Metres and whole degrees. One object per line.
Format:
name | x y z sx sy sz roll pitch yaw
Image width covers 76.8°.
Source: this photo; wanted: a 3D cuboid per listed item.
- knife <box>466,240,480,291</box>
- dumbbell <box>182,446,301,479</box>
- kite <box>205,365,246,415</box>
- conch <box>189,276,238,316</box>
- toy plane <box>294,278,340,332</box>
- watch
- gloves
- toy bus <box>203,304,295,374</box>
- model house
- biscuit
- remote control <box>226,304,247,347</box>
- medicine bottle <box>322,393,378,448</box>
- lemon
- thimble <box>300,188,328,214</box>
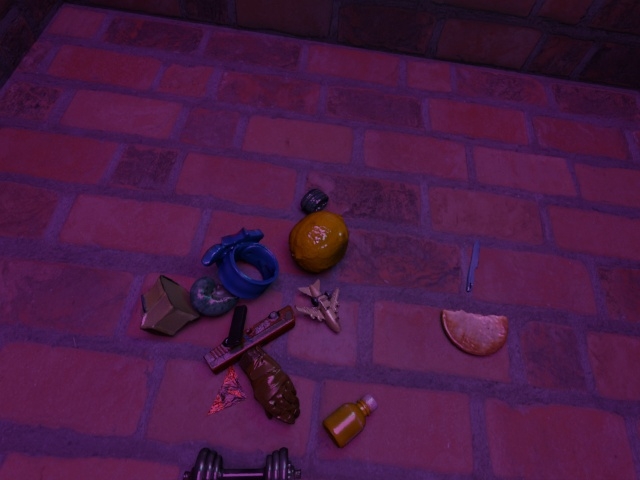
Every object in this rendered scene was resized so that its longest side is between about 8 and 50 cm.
knife | 0.767 0.123 2.016 0.045 0.019 0.312 23 60 -2
dumbbell | -0.271 0.823 1.415 0.407 0.179 0.179 1 61 -5
kite | -0.353 0.615 1.618 0.125 0.008 0.222 21 61 5
conch | -0.476 0.241 1.749 0.202 0.134 0.196 38 20 22
toy plane | 0.014 0.294 1.794 0.242 0.104 0.256 -21 57 -34
watch | -0.342 0.113 1.746 0.305 0.241 0.274 -19 68 -48
gloves | -0.195 0.571 1.585 0.154 0.141 0.331 -31 69 -23
toy bus | -0.285 0.409 1.691 0.409 0.093 0.092 -29 63 -19
model house | -0.655 0.290 1.697 0.189 0.195 0.214 -42 56 1
biscuit | 0.701 0.419 1.827 0.309 0.040 0.204 7 60 -2
remote control | -0.346 0.352 1.680 0.063 0.025 0.245 -12 27 2
medicine bottle | 0.123 0.688 1.566 0.213 0.121 0.121 -32 69 -21
lemon | 0.000 0.000 1.863 0.322 0.268 0.268 -36 70 -23
thimble | -0.031 -0.197 2.045 0.135 0.118 0.090 -39 73 -24
